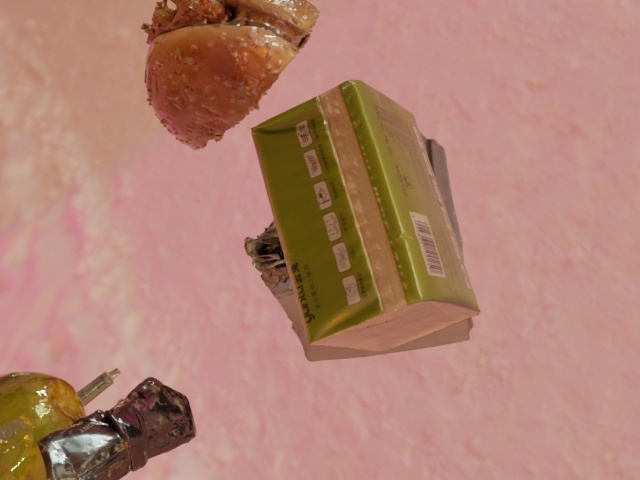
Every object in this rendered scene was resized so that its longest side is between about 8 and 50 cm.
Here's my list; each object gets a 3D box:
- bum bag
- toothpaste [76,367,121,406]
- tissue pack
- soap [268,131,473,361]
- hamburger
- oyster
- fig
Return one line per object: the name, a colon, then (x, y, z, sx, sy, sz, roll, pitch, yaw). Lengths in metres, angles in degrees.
bum bag: (-0.257, 0.254, 1.258, 0.069, 0.102, 0.248, -29, -2, 37)
toothpaste: (-0.491, 0.325, 2.017, 0.197, 0.029, 0.048, -37, 55, -2)
tissue pack: (0.055, -0.021, 1.185, 0.167, 0.200, 0.274, -24, 71, 22)
soap: (0.096, -0.009, 1.814, 0.350, 0.213, 0.435, -15, 39, 13)
hamburger: (-0.233, -0.377, 2.015, 0.445, 0.287, 0.268, -27, 29, 58)
oyster: (0.000, 0.000, 1.525, 0.198, 0.268, 0.112, -14, 86, 22)
fig: (-0.463, 0.314, 1.414, 0.326, 0.258, 0.258, -49, 36, 20)
